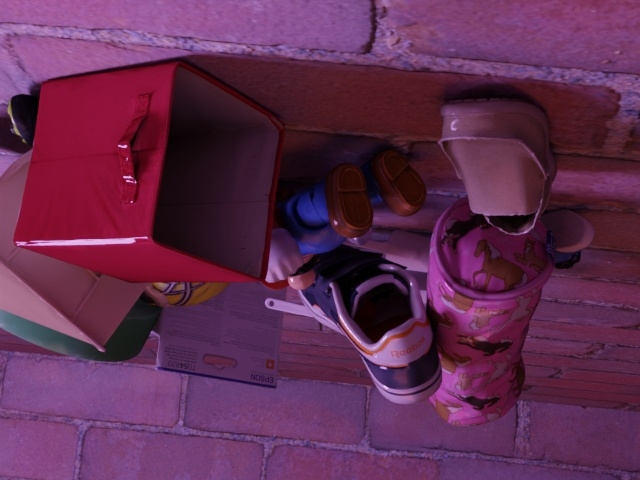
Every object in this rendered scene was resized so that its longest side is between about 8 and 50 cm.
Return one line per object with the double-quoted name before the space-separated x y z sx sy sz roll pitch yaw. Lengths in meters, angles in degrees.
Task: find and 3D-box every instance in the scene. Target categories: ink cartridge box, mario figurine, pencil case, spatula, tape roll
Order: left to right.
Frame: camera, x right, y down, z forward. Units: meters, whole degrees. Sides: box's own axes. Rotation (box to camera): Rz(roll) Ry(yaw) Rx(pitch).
"tape roll" -0.392 0.062 1.670 0.321 0.077 0.321 28 -170 -6
"ink cartridge box" -0.161 0.114 1.820 0.223 0.224 0.045 15 163 -31
"mario figurine" 0.000 0.000 1.397 0.198 0.170 0.320 19 159 -26
"spatula" 0.048 0.056 1.659 0.242 0.168 0.019 13 -166 7
"pencil case" 0.215 0.104 1.520 0.167 0.160 0.386 -17 146 -10

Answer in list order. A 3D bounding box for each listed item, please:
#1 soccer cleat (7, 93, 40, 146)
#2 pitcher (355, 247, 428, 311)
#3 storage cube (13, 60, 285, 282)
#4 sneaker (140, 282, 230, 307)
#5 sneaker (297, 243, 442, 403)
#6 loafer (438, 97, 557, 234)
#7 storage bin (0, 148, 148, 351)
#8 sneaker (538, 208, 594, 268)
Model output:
"soccer cleat" -0.282 -0.124 1.262 0.072 0.060 0.179 -16 162 14
"pitcher" 0.132 0.090 1.728 0.207 0.178 0.125 -1 -154 14
"storage cube" -0.176 -0.063 1.185 0.193 0.184 0.215 -2 165 34
"sneaker" -0.193 0.014 1.592 0.147 0.145 0.384 3 167 19
"sneaker" 0.057 0.069 1.498 0.126 0.321 0.127 -27 131 -14
"loafer" 0.192 -0.073 1.180 0.102 0.092 0.268 -1 165 25
"storage bin" -0.369 -0.010 1.341 0.262 0.123 0.260 14 152 43
"sneaker" 0.324 0.001 1.494 0.084 0.058 0.152 20 166 -27
